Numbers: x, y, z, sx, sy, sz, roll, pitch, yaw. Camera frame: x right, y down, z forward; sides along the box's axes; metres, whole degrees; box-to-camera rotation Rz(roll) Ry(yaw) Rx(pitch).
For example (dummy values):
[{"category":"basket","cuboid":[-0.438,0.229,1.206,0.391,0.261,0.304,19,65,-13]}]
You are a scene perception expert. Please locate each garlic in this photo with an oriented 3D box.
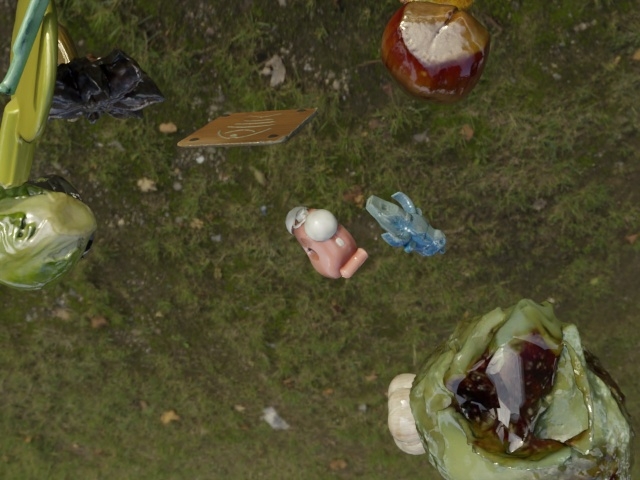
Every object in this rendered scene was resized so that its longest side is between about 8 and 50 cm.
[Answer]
[{"category":"garlic","cuboid":[0.286,0.452,1.531,0.212,0.218,0.218,-6,139,20]}]

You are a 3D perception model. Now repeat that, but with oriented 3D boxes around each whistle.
[{"category":"whistle","cuboid":[0.238,-0.038,1.611,0.269,0.180,0.093,33,137,-17]}]

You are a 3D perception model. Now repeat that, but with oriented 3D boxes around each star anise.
[{"category":"star anise","cuboid":[-0.403,-0.272,1.033,0.236,0.108,0.223,-9,178,2]}]

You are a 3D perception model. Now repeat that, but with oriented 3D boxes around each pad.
[{"category":"pad","cuboid":[-0.173,-0.278,1.448,0.287,0.284,0.018,0,117,19]}]

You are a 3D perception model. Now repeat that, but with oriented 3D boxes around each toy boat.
[{"category":"toy boat","cuboid":[-0.753,-0.495,1.694,0.089,0.321,0.121,-24,172,34]}]

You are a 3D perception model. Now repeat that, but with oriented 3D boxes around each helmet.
[{"category":"helmet","cuboid":[-0.688,-0.039,1.433,0.279,0.161,0.230,1,105,46]}]

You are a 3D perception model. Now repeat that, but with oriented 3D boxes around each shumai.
[{"category":"shumai","cuboid":[0.330,0.245,0.979,0.396,0.395,0.348,-8,139,9]}]

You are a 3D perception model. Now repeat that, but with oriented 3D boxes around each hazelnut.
[{"category":"hazelnut","cuboid":[0.223,-0.369,1.165,0.212,0.181,0.181,36,102,8]}]

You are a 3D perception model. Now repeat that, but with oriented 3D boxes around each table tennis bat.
[{"category":"table tennis bat","cuboid":[-0.446,-0.216,0.892,0.054,0.224,0.368,-1,140,-38]}]

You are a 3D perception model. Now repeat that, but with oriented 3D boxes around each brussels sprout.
[{"category":"brussels sprout","cuboid":[-0.589,-0.011,1.202,0.272,0.219,0.210,-16,149,28]}]

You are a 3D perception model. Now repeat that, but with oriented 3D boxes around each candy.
[{"category":"candy","cuboid":[-0.308,-0.377,0.717,0.119,0.119,0.439,22,109,-23]}]

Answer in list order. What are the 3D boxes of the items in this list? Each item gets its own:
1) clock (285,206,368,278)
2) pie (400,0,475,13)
[{"category":"clock","cuboid":[0.000,0.000,1.252,0.162,0.093,0.166,50,165,-22]},{"category":"pie","cuboid":[0.282,-0.679,1.512,0.308,0.308,0.085,25,145,-25]}]
